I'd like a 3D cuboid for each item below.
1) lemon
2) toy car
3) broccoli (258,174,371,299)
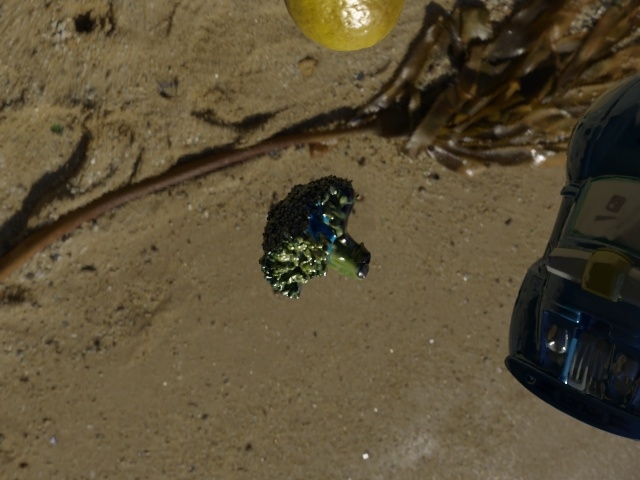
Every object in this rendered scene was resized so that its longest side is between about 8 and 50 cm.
[{"bbox_3d":[0.031,-0.342,1.006,0.170,0.170,0.207,-21,147,1],"label":"lemon"},{"bbox_3d":[0.263,0.010,0.638,0.166,0.198,0.314,-10,118,-49],"label":"toy car"},{"bbox_3d":[0.000,0.000,1.039,0.160,0.154,0.167,27,74,-6],"label":"broccoli"}]
